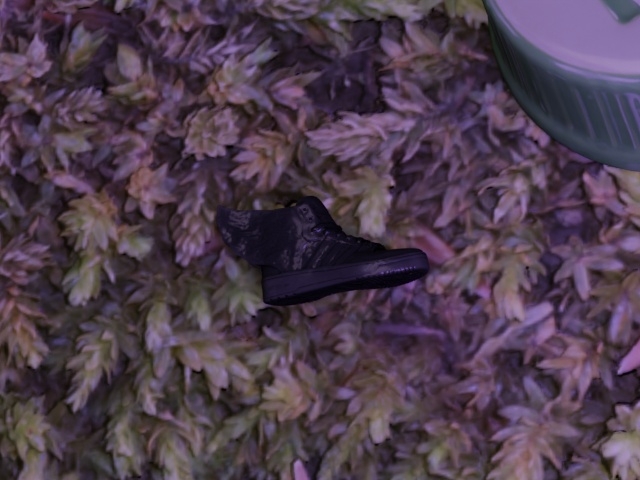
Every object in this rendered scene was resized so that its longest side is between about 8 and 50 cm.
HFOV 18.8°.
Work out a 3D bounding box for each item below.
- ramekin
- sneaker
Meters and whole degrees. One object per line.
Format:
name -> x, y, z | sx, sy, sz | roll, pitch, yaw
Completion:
ramekin -> 0.263, -0.218, 1.493 | 0.303, 0.148, 0.303 | -6, 71, 17
sneaker -> 0.001, 0.001, 1.565 | 0.170, 0.051, 0.089 | -12, 74, 19
